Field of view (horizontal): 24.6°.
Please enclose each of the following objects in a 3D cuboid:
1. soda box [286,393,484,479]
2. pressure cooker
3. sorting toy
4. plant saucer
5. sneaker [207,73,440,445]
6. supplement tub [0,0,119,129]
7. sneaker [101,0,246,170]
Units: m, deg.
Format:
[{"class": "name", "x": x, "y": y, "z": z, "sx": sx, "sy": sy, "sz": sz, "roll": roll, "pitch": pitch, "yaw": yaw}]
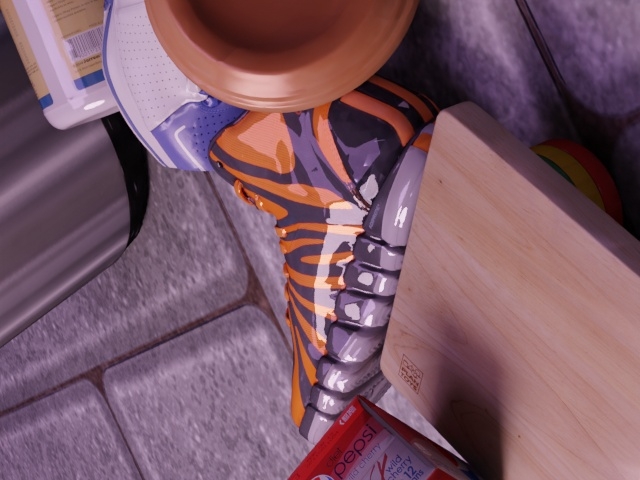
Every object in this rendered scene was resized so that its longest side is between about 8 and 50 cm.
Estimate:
[{"class": "soda box", "x": 0.081, "y": 0.201, "z": 1.052, "sx": 0.083, "sy": 0.092, "sz": 0.263, "roll": 40, "pitch": 180, "yaw": 35}, {"class": "pressure cooker", "x": -0.425, "y": -0.031, "z": 1.435, "sx": 0.375, "sy": 0.420, "sz": 0.370, "roll": 37, "pitch": 146, "yaw": 21}, {"class": "sorting toy", "x": 0.170, "y": 0.068, "z": 0.956, "sx": 0.257, "sy": 0.089, "sz": 0.255, "roll": 45, "pitch": 144, "yaw": 31}, {"class": "plant saucer", "x": -0.030, "y": -0.188, "z": 0.999, "sx": 0.200, "sy": 0.200, "sz": 0.037, "roll": 60, "pitch": -171, "yaw": 9}, {"class": "sneaker", "x": 0.000, "y": 0.000, "z": 1.116, "sx": 0.180, "sy": 0.124, "sz": 0.321, "roll": 33, "pitch": 127, "yaw": 22}, {"class": "supplement tub", "x": -0.206, "y": -0.212, "z": 1.282, "sx": 0.144, "sy": 0.144, "sz": 0.200, "roll": -12, "pitch": 101, "yaw": 59}, {"class": "sneaker", "x": -0.089, "y": -0.200, "z": 1.128, "sx": 0.182, "sy": 0.127, "sz": 0.316, "roll": 14, "pitch": 121, "yaw": 56}]
